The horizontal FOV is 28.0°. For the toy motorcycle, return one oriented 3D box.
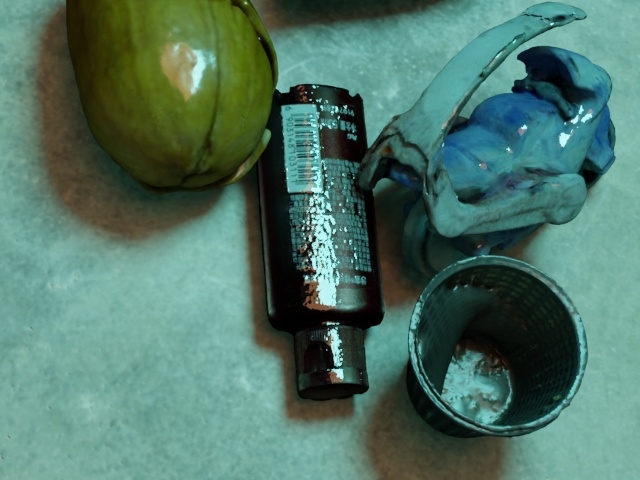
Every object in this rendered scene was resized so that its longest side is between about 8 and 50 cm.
[{"bbox_3d":[0.207,-0.099,1.324,0.319,0.241,0.182,-32,69,-27],"label":"toy motorcycle"}]

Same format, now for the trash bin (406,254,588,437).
[{"bbox_3d":[0.155,0.124,1.264,0.175,0.161,0.175,3,68,-8],"label":"trash bin"}]

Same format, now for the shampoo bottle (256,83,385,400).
[{"bbox_3d":[0.000,0.000,1.322,0.129,0.084,0.323,1,69,-20],"label":"shampoo bottle"}]

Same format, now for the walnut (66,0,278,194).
[{"bbox_3d":[-0.160,-0.202,1.304,0.209,0.209,0.336,-14,64,-18],"label":"walnut"}]
